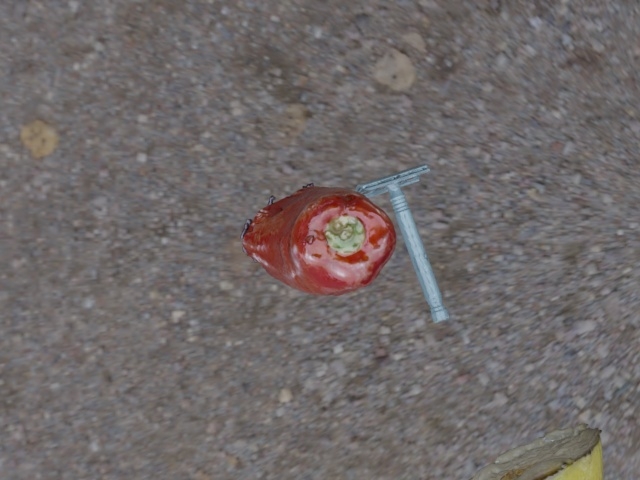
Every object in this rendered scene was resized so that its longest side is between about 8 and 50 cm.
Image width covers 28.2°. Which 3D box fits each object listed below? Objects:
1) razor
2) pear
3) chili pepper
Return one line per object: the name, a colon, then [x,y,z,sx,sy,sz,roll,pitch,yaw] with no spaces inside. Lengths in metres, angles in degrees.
razor: [0.143,0.009,1.884,0.106,0.068,0.232,-19,83,-13]
pear: [0.274,0.354,1.592,0.267,0.267,0.178,-30,85,16]
chili pepper: [0.000,0.000,0.823,0.073,0.123,0.070,-1,95,-20]
